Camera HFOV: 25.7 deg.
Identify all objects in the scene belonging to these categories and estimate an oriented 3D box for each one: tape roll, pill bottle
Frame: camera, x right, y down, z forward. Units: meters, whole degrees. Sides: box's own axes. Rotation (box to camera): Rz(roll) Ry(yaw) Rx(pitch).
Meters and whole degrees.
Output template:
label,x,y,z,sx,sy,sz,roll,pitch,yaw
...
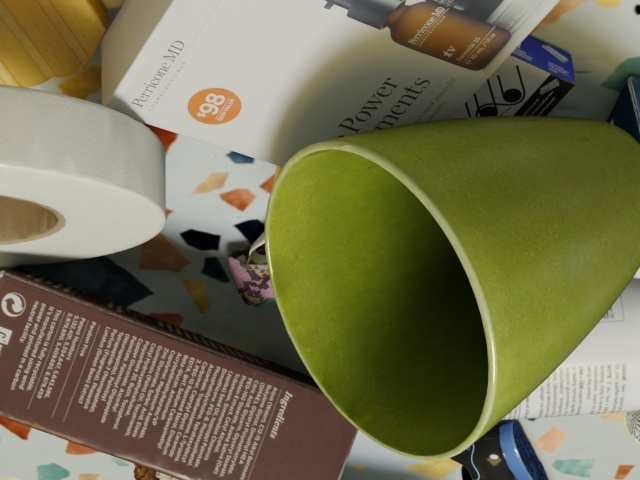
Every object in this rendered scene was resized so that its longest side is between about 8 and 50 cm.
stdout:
label,x,y,z,sx,sy,sz,roll,pitch,yaw
tape roll,-0.330,-0.047,1.231,0.392,0.072,0.392,-2,168,0
pill bottle,0.265,0.103,1.471,0.283,0.160,0.160,-4,138,3

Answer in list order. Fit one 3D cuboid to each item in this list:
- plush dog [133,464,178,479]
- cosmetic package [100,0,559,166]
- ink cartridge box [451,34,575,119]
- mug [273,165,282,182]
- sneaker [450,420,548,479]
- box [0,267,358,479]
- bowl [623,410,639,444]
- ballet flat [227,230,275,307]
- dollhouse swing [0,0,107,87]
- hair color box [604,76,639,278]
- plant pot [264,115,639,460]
label,x,y,z,sx,sy,sz,roll,pitch,yaw
plush dog,-0.107,0.271,1.653,0.262,0.210,0.225,3,162,-5
cosmetic package,0.027,-0.213,1.143,0.284,0.097,0.377,18,135,-26
ink cartridge box,0.138,-0.110,1.315,0.097,0.046,0.207,21,134,-21
mug,-0.001,-0.062,1.350,0.078,0.062,0.064,15,94,-12
sneaker,0.234,0.311,1.769,0.090,0.081,0.232,-13,130,18
box,-0.163,0.155,1.430,0.381,0.143,0.191,20,177,-7
bowl,0.425,0.166,1.604,0.170,0.080,0.170,0,138,0
ballet flat,0.000,0.000,1.425,0.221,0.077,0.079,-22,115,22
dollhouse swing,-0.368,-0.160,1.092,0.347,0.315,0.305,-14,126,13
hair color box,0.433,-0.038,1.357,0.347,0.105,0.174,9,138,-10
plant pot,0.151,0.002,1.202,0.293,0.275,0.275,-24,150,-33
